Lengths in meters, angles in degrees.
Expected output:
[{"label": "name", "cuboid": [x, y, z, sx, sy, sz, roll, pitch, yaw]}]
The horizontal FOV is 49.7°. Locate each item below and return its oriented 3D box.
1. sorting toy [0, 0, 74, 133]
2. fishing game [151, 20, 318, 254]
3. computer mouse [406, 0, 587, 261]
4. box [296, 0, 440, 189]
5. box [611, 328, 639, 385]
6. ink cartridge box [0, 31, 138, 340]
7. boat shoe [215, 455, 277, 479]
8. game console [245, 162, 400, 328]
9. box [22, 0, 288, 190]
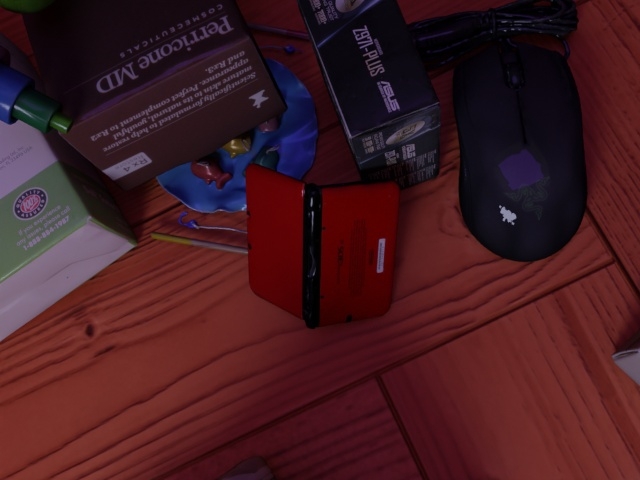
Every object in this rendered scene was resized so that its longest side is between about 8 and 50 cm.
[{"label": "sorting toy", "cuboid": [-0.175, -0.245, 0.586, 0.126, 0.127, 0.366, 28, 81, -10]}, {"label": "fishing game", "cuboid": [-0.096, -0.118, 0.725, 0.189, 0.041, 0.264, 14, 79, 10]}, {"label": "computer mouse", "cuboid": [0.178, -0.117, 0.660, 0.188, 0.072, 0.272, -9, 75, 6]}, {"label": "box", "cuboid": [0.048, -0.137, 0.630, 0.077, 0.180, 0.147, -20, 74, 4]}, {"label": "box", "cuboid": [0.388, 0.039, 0.576, 0.275, 0.094, 0.113, -45, 74, -3]}, {"label": "ink cartridge box", "cuboid": [-0.374, -0.091, 0.723, 0.207, 0.119, 0.353, -34, 75, 1]}, {"label": "boat shoe", "cuboid": [-0.131, 0.316, 0.596, 0.285, 0.103, 0.092, -44, 69, -9]}, {"label": "game console", "cuboid": [0.000, 0.000, 0.650, 0.124, 0.144, 0.085, -8, 30, -16]}, {"label": "box", "cuboid": [-0.201, -0.265, 0.707, 0.191, 0.143, 0.382, -27, 69, 2]}]
